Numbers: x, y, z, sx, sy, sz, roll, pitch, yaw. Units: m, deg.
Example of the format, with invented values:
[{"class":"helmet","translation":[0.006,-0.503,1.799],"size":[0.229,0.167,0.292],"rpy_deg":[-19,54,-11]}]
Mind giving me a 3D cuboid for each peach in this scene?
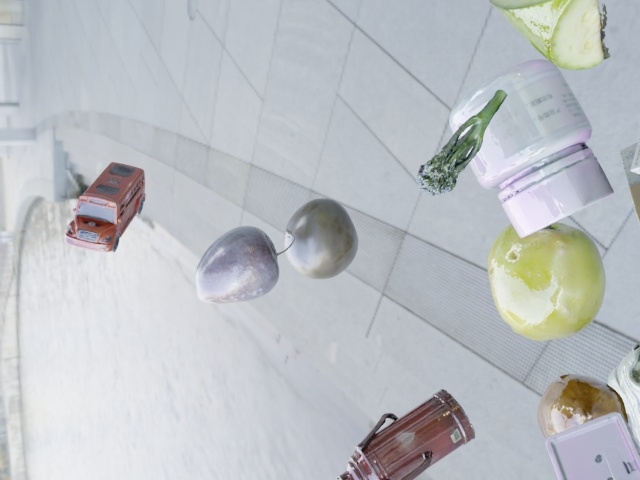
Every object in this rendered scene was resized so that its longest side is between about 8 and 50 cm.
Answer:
[{"class":"peach","translation":[0.580,0.099,1.656],"size":[0.314,0.282,0.315],"rpy_deg":[-11,-87,-74]}]

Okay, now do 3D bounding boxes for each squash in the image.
[{"class":"squash","translation":[0.300,-0.362,0.934],"size":[0.093,0.169,0.252],"rpy_deg":[-34,56,10]}]

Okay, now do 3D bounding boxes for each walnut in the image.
[{"class":"walnut","translation":[0.627,0.421,1.536],"size":[0.336,0.209,0.208],"rpy_deg":[42,-148,-69]}]

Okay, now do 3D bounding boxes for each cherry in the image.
[{"class":"cherry","translation":[-0.125,0.035,1.003],"size":[0.148,0.115,0.188],"rpy_deg":[-56,12,7]}]

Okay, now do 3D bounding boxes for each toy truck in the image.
[{"class":"toy truck","translation":[-0.480,-0.078,1.452],"size":[0.252,0.108,0.114],"rpy_deg":[-81,5,-59]}]

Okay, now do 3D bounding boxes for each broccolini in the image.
[{"class":"broccolini","translation":[0.234,-0.151,1.026],"size":[0.202,0.091,0.068],"rpy_deg":[-48,53,12]}]

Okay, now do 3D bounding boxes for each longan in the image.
[{"class":"longan","translation":[0.000,0.000,1.584],"size":[0.212,0.198,0.197],"rpy_deg":[63,-174,-63]}]

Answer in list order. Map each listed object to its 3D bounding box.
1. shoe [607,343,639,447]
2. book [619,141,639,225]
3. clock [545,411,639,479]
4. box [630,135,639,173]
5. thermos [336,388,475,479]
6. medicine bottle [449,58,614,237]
[{"class":"shoe","translation":[0.874,0.428,1.651],"size":[0.210,0.132,0.341],"rpy_deg":[80,173,-47]},{"class":"book","translation":[0.770,-0.161,1.322],"size":[0.269,0.388,0.032],"rpy_deg":[-28,110,30]},{"class":"clock","translation":[0.501,0.418,1.123],"size":[0.150,0.063,0.197],"rpy_deg":[-30,37,21]},{"class":"box","translation":[0.586,-0.170,1.072],"size":[0.167,0.024,0.089],"rpy_deg":[142,148,-81]},{"class":"thermos","translation":[0.127,0.338,1.020],"size":[0.098,0.232,0.124],"rpy_deg":[67,164,-19]},{"class":"medicine bottle","translation":[0.425,-0.180,1.297],"size":[0.301,0.241,0.241],"rpy_deg":[65,150,8]}]
